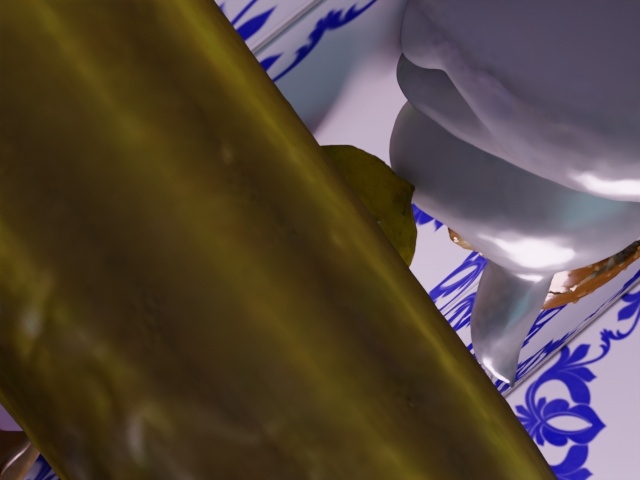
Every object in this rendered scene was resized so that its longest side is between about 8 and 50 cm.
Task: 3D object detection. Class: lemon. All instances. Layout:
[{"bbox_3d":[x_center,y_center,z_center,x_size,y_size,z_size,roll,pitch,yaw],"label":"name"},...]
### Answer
[{"bbox_3d":[0.000,0.000,1.080,0.133,0.109,0.109,-36,167,6],"label":"lemon"}]

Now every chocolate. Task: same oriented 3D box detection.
[{"bbox_3d":[-0.009,0.081,0.615,0.162,0.445,0.162,-36,168,-8],"label":"chocolate"}]

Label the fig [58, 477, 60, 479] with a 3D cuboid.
[{"bbox_3d":[-0.122,0.227,1.310,0.217,0.217,0.321,-32,-178,-35],"label":"fig"}]

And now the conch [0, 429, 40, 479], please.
[{"bbox_3d":[-0.196,0.117,0.984,0.330,0.093,0.109,-56,162,-45],"label":"conch"}]

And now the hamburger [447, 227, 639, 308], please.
[{"bbox_3d":[0.211,-0.021,1.518,0.156,0.144,0.283,-50,166,33],"label":"hamburger"}]

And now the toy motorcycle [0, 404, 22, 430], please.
[{"bbox_3d":[-0.089,0.116,0.765,0.188,0.327,0.143,-31,154,-10],"label":"toy motorcycle"}]

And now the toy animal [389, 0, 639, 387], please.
[{"bbox_3d":[0.167,-0.051,1.094,0.196,0.241,0.367,-38,166,-19],"label":"toy animal"}]
